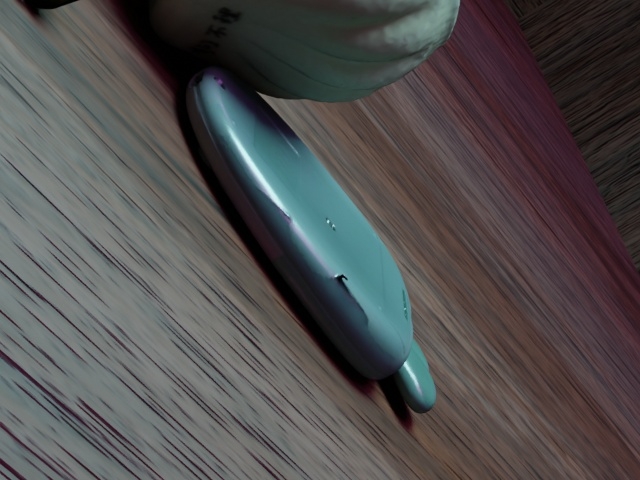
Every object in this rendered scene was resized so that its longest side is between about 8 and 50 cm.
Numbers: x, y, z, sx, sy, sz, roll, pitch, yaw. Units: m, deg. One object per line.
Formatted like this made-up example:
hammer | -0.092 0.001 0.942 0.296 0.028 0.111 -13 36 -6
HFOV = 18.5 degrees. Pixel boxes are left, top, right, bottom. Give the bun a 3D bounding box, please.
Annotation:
bun | -0.045 -0.198 1.409 0.263 0.175 0.263 35 -34 28

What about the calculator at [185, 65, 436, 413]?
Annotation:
calculator | 0.000 0.000 1.409 0.299 0.041 0.185 52 14 -18

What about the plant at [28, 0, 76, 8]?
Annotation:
plant | -0.119 -0.290 1.314 0.180 0.251 0.333 118 -42 -68
